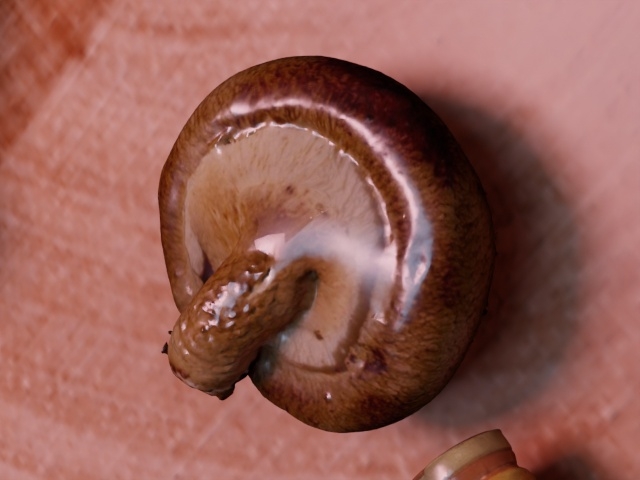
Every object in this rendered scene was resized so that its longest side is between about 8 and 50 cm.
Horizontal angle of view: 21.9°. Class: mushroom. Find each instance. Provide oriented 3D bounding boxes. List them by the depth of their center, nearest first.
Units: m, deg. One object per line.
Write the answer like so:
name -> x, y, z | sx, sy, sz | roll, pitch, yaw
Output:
mushroom -> 0.000, 0.000, 0.537 | 0.127, 0.087, 0.127 | 7, 102, 34

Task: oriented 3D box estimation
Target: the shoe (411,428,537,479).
shoe -> 0.043, 0.115, 0.527 | 0.069, 0.072, 0.109 | 47, 117, 28
